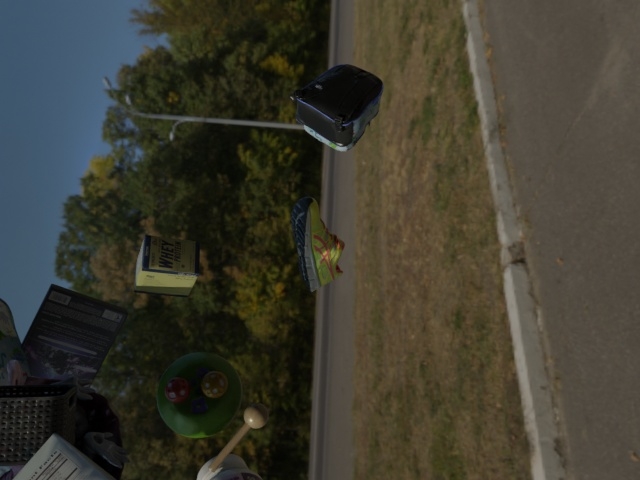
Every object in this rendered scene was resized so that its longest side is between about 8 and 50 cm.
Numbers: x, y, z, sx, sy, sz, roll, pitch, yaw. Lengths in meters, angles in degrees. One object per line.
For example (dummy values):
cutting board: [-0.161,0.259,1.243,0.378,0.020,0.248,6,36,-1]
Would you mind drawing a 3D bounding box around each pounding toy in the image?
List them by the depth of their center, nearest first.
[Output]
pounding toy: [-0.238,0.332,1.253,0.183,0.237,0.110,-40,-15,-20]

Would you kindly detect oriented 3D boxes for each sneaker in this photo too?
sneaker: [0.000,0.000,1.181,0.081,0.094,0.208,-121,19,-51]

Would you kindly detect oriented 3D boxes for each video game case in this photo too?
video game case: [-0.630,0.260,1.497,0.274,0.196,0.026,-60,27,10]

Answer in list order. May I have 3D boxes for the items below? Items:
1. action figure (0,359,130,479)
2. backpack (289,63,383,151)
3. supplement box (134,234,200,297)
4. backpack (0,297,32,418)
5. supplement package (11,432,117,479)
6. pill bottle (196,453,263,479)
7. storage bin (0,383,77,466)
action figure: [-0.492,0.421,1.023,0.370,0.275,0.248,-45,36,20]
backpack: [0.030,-0.194,0.870,0.114,0.105,0.084,-47,-21,-26]
supplement box: [-0.231,0.040,0.905,0.083,0.083,0.056,128,144,-52]
backpack: [-0.798,0.279,1.346,0.273,0.355,0.290,-46,-31,-7]
supplement package: [-0.229,0.368,0.610,0.198,0.262,0.199,-51,-54,-27]
pill bottle: [-0.179,0.615,1.323,0.301,0.169,0.169,-141,51,-58]
storage bin: [-0.420,0.239,0.785,0.122,0.180,0.084,159,112,-75]
